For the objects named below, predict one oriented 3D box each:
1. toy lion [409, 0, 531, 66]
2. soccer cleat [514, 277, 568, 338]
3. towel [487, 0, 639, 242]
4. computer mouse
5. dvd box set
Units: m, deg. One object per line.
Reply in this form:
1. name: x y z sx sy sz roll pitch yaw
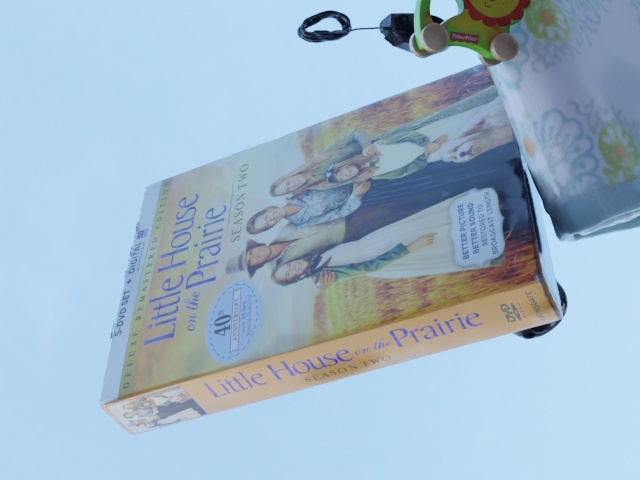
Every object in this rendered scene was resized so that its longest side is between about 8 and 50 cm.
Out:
1. toy lion: 0.127 -0.197 0.808 0.100 0.034 0.096 4 -92 -15
2. soccer cleat: 0.178 -0.013 1.148 0.109 0.116 0.318 -39 -60 6
3. towel: 0.300 -0.176 0.948 0.374 0.090 0.320 -12 -106 -38
4. computer mouse: 0.077 -0.281 1.342 0.242 0.041 0.071 -3 -124 -24
5. dvd box set: 0.000 0.000 0.937 0.307 0.420 0.062 -87 -28 -44
